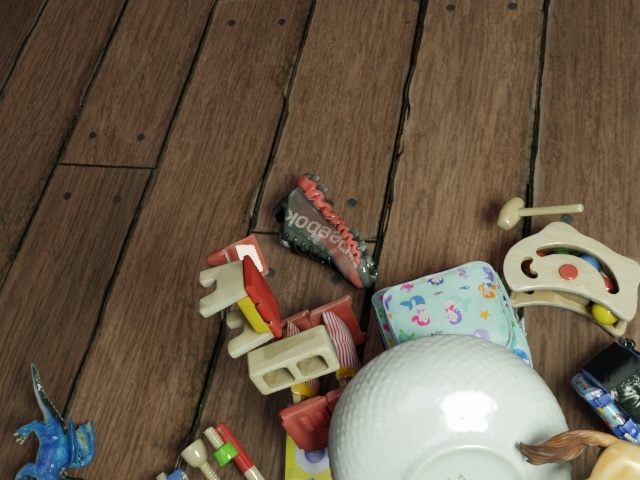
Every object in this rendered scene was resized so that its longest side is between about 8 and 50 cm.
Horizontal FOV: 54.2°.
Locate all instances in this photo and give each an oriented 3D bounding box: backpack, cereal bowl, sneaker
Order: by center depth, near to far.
[{"bbox_3d":[0.180,0.305,0.837,0.339,0.141,0.338,-1,104,-2],"label":"cereal bowl"},{"bbox_3d":[0.467,0.243,0.896,0.117,0.158,0.173,-41,85,8],"label":"backpack"},{"bbox_3d":[0.212,0.170,0.985,0.225,0.191,0.253,-17,66,5],"label":"backpack"},{"bbox_3d":[0.000,0.000,1.169,0.135,0.097,0.276,-34,59,-4],"label":"sneaker"}]

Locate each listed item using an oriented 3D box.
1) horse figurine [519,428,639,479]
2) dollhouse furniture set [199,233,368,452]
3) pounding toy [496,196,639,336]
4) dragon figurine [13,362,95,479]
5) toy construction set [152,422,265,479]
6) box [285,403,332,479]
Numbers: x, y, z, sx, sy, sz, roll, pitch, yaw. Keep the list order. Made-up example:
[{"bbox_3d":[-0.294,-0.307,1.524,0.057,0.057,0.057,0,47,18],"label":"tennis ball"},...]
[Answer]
[{"bbox_3d":[0.356,0.300,0.698,0.263,0.066,0.174,40,102,12],"label":"horse figurine"},{"bbox_3d":[-0.031,0.126,0.931,0.152,0.374,0.201,-21,39,5],"label":"dollhouse furniture set"},{"bbox_3d":[0.384,0.041,1.012,0.270,0.155,0.154,34,72,27],"label":"pounding toy"},{"bbox_3d":[-0.456,0.362,1.112,0.144,0.085,0.289,-10,66,8],"label":"dragon figurine"},{"bbox_3d":[-0.202,0.464,0.954,0.309,0.257,0.237,-34,77,-27],"label":"toy construction set"},{"bbox_3d":[-0.005,0.359,1.022,0.105,0.043,0.179,-6,64,12],"label":"box"}]
